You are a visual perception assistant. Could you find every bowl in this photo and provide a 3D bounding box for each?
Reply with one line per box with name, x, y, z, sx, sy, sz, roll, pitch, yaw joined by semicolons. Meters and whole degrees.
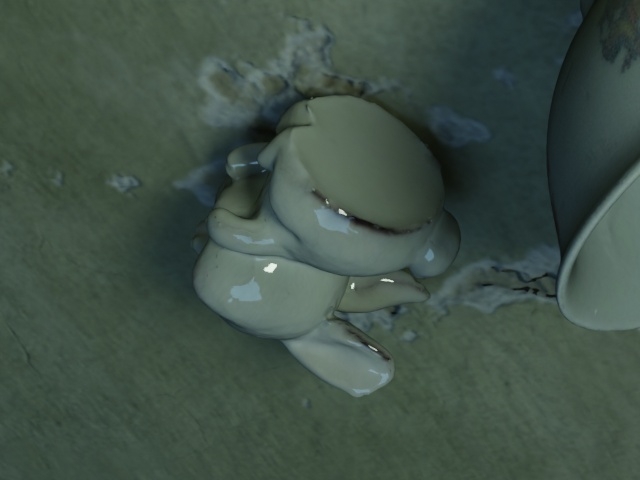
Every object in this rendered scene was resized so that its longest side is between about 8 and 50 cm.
bowl;0.243;-0.107;1.069;0.157;0.345;0.345;59;144;24

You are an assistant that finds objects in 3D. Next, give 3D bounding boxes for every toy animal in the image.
toy animal;0.007;0.001;1.336;0.178;0.127;0.193;22;136;-5
